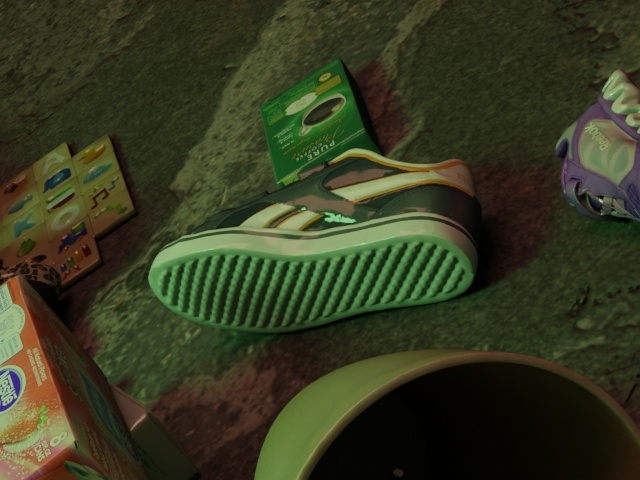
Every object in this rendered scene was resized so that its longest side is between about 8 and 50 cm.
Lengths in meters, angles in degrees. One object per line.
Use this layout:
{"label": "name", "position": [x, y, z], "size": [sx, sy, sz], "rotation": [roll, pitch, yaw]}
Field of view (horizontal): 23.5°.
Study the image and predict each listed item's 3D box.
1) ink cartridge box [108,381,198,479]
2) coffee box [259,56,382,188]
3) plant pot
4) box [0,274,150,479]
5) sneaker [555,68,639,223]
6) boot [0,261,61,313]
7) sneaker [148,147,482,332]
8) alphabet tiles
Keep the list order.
{"label": "ink cartridge box", "position": [-0.232, 0.229, 1.365], "size": [0.208, 0.087, 0.153], "rotation": [-46, 32, -15]}
{"label": "coffee box", "position": [-0.003, -0.120, 1.663], "size": [0.113, 0.040, 0.184], "rotation": [-31, 30, 9]}
{"label": "plant pot", "position": [0.056, 0.181, 1.034], "size": [0.256, 0.256, 0.274], "rotation": [-41, 15, -9]}
{"label": "box", "position": [-0.236, 0.172, 1.216], "size": [0.154, 0.142, 0.300], "rotation": [-38, 29, -2]}
{"label": "sneaker", "position": [0.254, -0.049, 1.275], "size": [0.104, 0.095, 0.236], "rotation": [-36, 25, 13]}
{"label": "boot", "position": [-0.378, 0.124, 1.660], "size": [0.236, 0.085, 0.178], "rotation": [-24, 31, 7]}
{"label": "sneaker", "position": [0.000, 0.000, 1.419], "size": [0.321, 0.126, 0.127], "rotation": [-6, 45, 23]}
{"label": "alphabet tiles", "position": [-0.360, -0.005, 1.890], "size": [0.285, 0.011, 0.342], "rotation": [-35, 31, 3]}
